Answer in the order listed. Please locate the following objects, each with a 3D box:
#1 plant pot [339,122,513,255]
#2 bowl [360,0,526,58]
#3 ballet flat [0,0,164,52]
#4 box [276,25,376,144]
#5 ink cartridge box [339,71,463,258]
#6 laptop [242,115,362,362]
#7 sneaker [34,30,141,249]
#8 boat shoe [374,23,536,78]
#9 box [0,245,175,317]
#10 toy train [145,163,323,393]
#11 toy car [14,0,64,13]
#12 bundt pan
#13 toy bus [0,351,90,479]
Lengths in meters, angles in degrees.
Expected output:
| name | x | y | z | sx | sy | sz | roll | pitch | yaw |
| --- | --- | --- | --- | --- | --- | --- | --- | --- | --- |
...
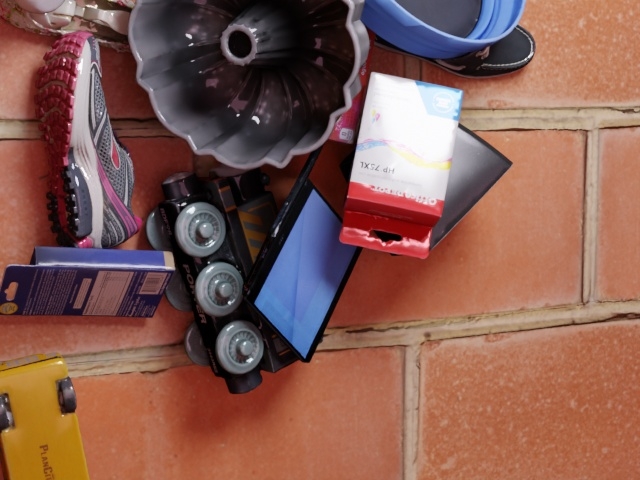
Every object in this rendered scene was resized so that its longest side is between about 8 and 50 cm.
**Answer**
| name | x | y | z | sx | sy | sz | roll | pitch | yaw |
| --- | --- | --- | --- | --- | --- | --- | --- | --- | --- |
| plant pot | 0.138 | -0.100 | 1.770 | 0.167 | 0.187 | 0.188 | 45 | 80 | -8 |
| bowl | 0.126 | -0.430 | 1.667 | 0.391 | 0.077 | 0.391 | 20 | 56 | -32 |
| ballet flat | -0.318 | -0.309 | 1.604 | 0.241 | 0.077 | 0.091 | 8 | 96 | -22 |
| box | -0.005 | -0.274 | 1.707 | 0.122 | 0.128 | 0.257 | 10 | 94 | -24 |
| ink cartridge box | 0.110 | -0.102 | 1.644 | 0.134 | 0.078 | 0.231 | 11 | 78 | -1 |
| laptop | 0.000 | 0.000 | 1.643 | 0.136 | 0.264 | 0.234 | 27 | 56 | -2 |
| sneaker | -0.314 | -0.134 | 1.617 | 0.112 | 0.121 | 0.299 | -13 | 110 | -35 |
| boat shoe | 0.207 | -0.308 | 1.808 | 0.302 | 0.091 | 0.114 | 3 | 96 | -22 |
| box | -0.325 | 0.059 | 1.625 | 0.225 | 0.136 | 0.036 | 2 | 57 | -23 |
| toy train | -0.120 | 0.048 | 1.709 | 0.190 | 0.142 | 0.334 | -24 | 103 | -31 |
| toy car | -0.351 | -0.395 | 1.521 | 0.182 | 0.136 | 0.159 | -30 | 65 | -16 |
| bundt pan | -0.078 | -0.263 | 1.547 | 0.124 | 0.331 | 0.331 | -36 | 116 | -60 |
| toy bus | -0.378 | 0.319 | 1.635 | 0.108 | 0.130 | 0.332 | -13 | 102 | -19 |
